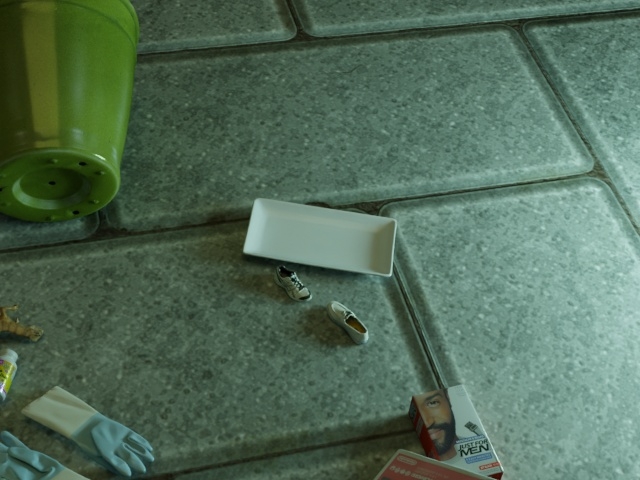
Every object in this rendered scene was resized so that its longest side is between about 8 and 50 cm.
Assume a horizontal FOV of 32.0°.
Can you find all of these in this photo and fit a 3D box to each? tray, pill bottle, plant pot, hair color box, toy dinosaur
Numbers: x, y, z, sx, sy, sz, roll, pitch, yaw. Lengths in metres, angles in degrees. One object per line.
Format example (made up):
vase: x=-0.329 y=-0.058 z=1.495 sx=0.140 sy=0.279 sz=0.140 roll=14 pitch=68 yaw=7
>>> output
tray: x=0.000 y=0.000 z=2.039 sx=0.270 sy=0.030 sz=0.145 roll=9 pitch=49 yaw=1
pill bottle: x=-0.510 y=0.214 z=1.773 sx=0.043 sy=0.043 sz=0.083 roll=10 pitch=48 yaw=1
plant pot: x=-0.493 y=-0.238 z=2.003 sx=0.366 sy=0.366 sz=0.353 roll=-5 pitch=60 yaw=-12
hair color box: x=0.212 y=0.317 z=1.768 sx=0.093 sy=0.053 sz=0.167 roll=-11 pitch=50 yaw=-15
toy dinosaur: x=-0.564 y=0.134 z=1.824 sx=0.211 sy=0.064 sz=0.112 roll=-4 pitch=50 yaw=-11

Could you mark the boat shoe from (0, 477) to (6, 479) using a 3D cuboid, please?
boat shoe: x=-0.572 y=0.340 z=1.640 sx=0.319 sy=0.116 sz=0.099 roll=37 pitch=97 yaw=15

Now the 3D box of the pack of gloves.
pack of gloves: x=-0.382 y=0.332 z=1.681 sx=0.232 sy=0.046 sz=0.195 roll=25 pitch=37 yaw=24

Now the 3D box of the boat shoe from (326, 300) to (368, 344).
boat shoe: x=0.047 y=0.135 z=1.920 sx=0.035 sy=0.035 sz=0.100 roll=-25 pitch=56 yaw=-26

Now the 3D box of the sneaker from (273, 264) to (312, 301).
sneaker: x=-0.049 y=0.076 z=1.960 sx=0.083 sy=0.037 sz=0.032 roll=35 pitch=51 yaw=20

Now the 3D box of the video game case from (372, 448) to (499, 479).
video game case: x=0.113 y=0.427 z=1.606 sx=0.204 sy=0.025 sz=0.285 roll=9 pitch=42 yaw=43
